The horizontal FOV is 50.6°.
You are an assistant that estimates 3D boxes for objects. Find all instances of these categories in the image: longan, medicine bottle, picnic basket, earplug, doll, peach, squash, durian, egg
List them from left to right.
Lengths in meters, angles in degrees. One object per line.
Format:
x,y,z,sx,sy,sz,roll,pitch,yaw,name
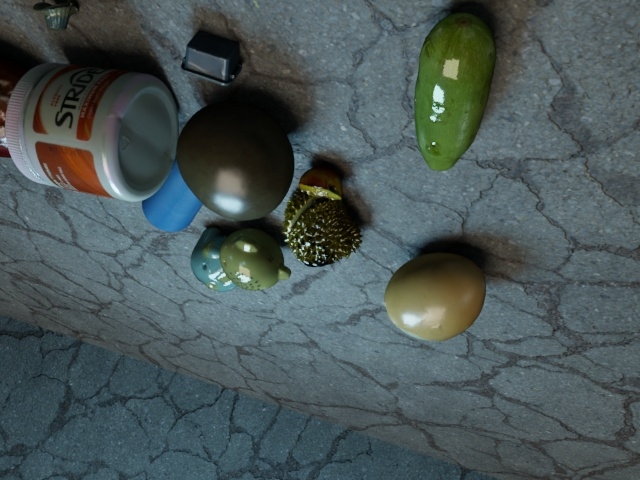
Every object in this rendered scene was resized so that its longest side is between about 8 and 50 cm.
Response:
-0.476,-0.423,1.226,0.065,0.083,0.083,9,105,23,picnic basket
-0.443,-0.216,1.350,0.241,0.252,0.252,10,150,18,medicine bottle
-0.307,-0.129,1.550,0.133,0.132,0.273,30,147,-16,earplug
-0.169,-0.154,1.319,0.248,0.248,0.248,16,151,9,longan
-0.208,0.051,1.752,0.261,0.161,0.177,-7,139,45,doll
0.000,0.000,1.552,0.194,0.137,0.237,-4,143,38,durian
0.004,-0.122,1.421,0.098,0.061,0.098,19,173,2,peach
0.264,0.123,1.532,0.201,0.201,0.244,31,138,-18,egg
0.204,-0.207,1.090,0.119,0.118,0.370,15,153,10,squash

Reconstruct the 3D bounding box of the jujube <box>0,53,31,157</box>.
-0.727,-0.311,1.442,0.318,0.223,0.223,32,150,-5,jujube

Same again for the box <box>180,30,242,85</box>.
-0.190,-0.324,1.196,0.099,0.074,0.054,19,137,3,box
